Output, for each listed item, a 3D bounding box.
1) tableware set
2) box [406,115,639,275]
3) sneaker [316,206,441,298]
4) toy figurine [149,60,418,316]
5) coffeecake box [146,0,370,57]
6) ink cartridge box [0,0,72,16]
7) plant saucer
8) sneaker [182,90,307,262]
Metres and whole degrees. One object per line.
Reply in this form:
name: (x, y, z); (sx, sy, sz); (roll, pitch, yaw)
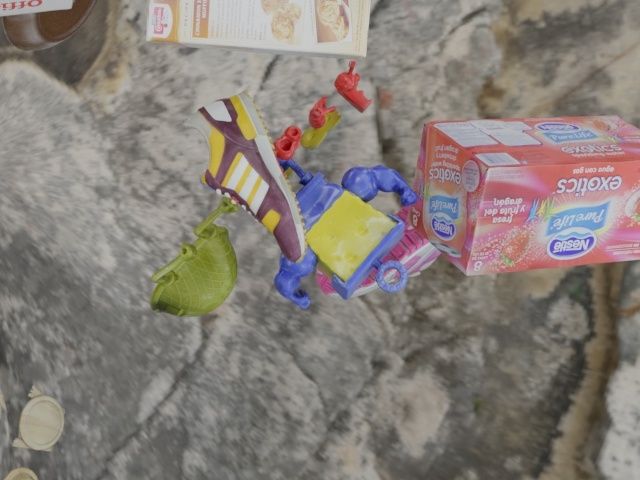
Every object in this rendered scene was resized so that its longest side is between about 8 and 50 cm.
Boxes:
tableware set: (-0.362, 0.244, 1.439); (0.141, 0.020, 0.168); (27, 69, -47)
box: (0.277, -0.062, 1.550); (0.300, 0.154, 0.142); (-5, 119, -27)
sneaker: (0.110, 0.019, 1.884); (0.252, 0.111, 0.103); (-29, 62, -11)
toy figurine: (0.000, 0.000, 1.441); (0.217, 0.191, 0.362); (41, 77, 1)
coffeecake box: (-0.050, -0.199, 1.109); (0.186, 0.142, 0.068); (4, 98, 1)
ink cartridge box: (-0.350, -0.321, 1.244); (0.207, 0.353, 0.119); (-9, 70, -16)
plant saucer: (-0.350, -0.340, 1.700); (0.036, 0.198, 0.198); (30, 84, 17)
sneaker: (-0.076, -0.055, 1.291); (0.084, 0.069, 0.185); (-23, 90, -4)
